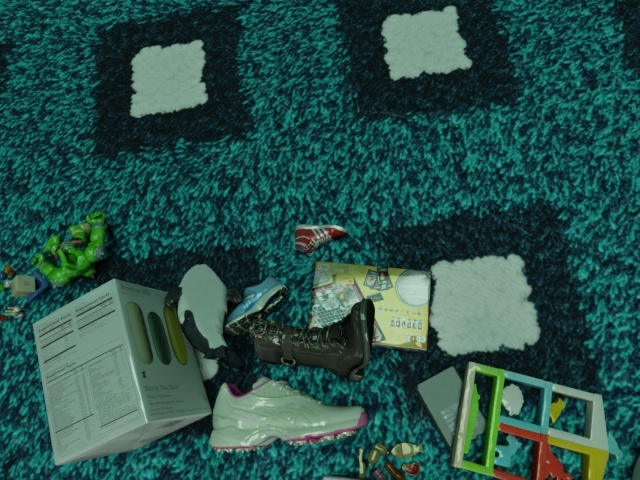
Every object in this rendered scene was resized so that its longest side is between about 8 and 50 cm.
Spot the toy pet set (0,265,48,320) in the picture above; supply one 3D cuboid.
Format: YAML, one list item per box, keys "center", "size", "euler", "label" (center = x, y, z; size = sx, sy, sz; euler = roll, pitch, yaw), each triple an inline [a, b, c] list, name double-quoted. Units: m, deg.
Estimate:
- center: [-0.681, 0.112, 1.130]
  size: [0.114, 0.065, 0.122]
  euler: [-32, 62, 33]
  label: "toy pet set"

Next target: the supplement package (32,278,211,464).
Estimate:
- center: [-0.373, 0.245, 0.936]
  size: [0.198, 0.199, 0.262]
  euler: [-28, 68, 11]
  label: "supplement package"

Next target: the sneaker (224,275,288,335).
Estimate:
- center: [-0.147, 0.138, 1.052]
  size: [0.162, 0.063, 0.073]
  euler: [-37, 52, -9]
  label: "sneaker"

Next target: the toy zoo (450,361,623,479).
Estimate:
- center: [0.400, 0.353, 0.900]
  size: [0.293, 0.030, 0.192]
  euler: [14, 70, 6]
  label: "toy zoo"

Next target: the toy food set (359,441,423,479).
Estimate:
- center: [0.133, 0.423, 0.932]
  size: [0.122, 0.019, 0.078]
  euler: [1, 71, -1]
  label: "toy food set"

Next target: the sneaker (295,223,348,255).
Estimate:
- center: [0.000, 0.000, 1.081]
  size: [0.118, 0.042, 0.067]
  euler: [1, 67, 15]
  label: "sneaker"

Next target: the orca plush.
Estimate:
- center: [-0.223, 0.169, 1.000]
  size: [0.151, 0.102, 0.287]
  euler: [-14, 38, -32]
  label: "orca plush"

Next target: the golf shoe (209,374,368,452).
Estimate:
- center: [-0.064, 0.323, 0.942]
  size: [0.306, 0.115, 0.140]
  euler: [-7, 67, 4]
  label: "golf shoe"

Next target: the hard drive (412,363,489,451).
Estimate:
- center: [0.253, 0.320, 0.949]
  size: [0.094, 0.022, 0.135]
  euler: [-28, 70, -3]
  label: "hard drive"

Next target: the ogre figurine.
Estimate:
- center: [-0.560, 0.030, 1.113]
  size: [0.197, 0.097, 0.118]
  euler: [-24, 58, -14]
  label: "ogre figurine"

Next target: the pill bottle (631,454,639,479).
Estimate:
- center: [0.676, 0.435, 0.783]
  size: [0.283, 0.161, 0.161]
  euler: [14, 73, 12]
  label: "pill bottle"

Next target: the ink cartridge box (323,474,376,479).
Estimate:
- center: [0.066, 0.514, 0.859]
  size: [0.145, 0.045, 0.179]
  euler: [-13, 63, 38]
  label: "ink cartridge box"

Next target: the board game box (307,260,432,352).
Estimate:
- center: [0.101, 0.135, 1.021]
  size: [0.243, 0.042, 0.165]
  euler: [5, 71, 9]
  label: "board game box"

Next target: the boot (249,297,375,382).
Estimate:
- center: [-0.022, 0.185, 0.918]
  size: [0.229, 0.263, 0.091]
  euler: [10, 47, 4]
  label: "boot"
